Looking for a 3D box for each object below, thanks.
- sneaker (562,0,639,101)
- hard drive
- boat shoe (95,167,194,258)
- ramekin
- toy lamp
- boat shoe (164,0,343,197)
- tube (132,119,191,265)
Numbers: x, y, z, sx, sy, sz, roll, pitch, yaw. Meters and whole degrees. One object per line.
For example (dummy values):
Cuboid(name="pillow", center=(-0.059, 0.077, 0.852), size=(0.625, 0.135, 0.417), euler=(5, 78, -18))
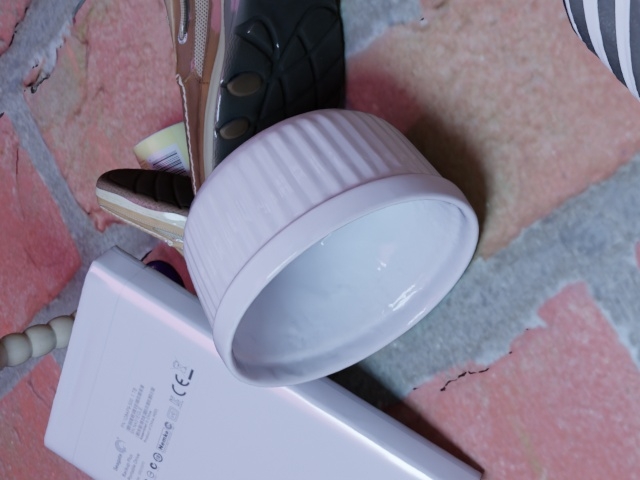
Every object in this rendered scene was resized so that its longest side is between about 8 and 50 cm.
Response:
Cuboid(name="sneaker", center=(0.238, -0.231, 0.618), size=(0.257, 0.169, 0.448), euler=(40, 133, 20))
Cuboid(name="hard drive", center=(-0.063, 0.184, 1.124), size=(0.353, 0.047, 0.233), euler=(31, 128, 12))
Cuboid(name="boat shoe", center=(-0.099, -0.004, 1.108), size=(0.190, 0.068, 0.072), euler=(17, 119, 8))
Cuboid(name="ramekin", center=(0.000, 0.000, 0.961), size=(0.109, 0.207, 0.207), euler=(57, 138, 28))
Cuboid(name="toy lamp", center=(-0.247, 0.089, 1.198), size=(0.080, 0.274, 0.080), euler=(19, 117, 43))
Cuboid(name="boat shoe", center=(-0.058, -0.177, 1.028), size=(0.120, 0.122, 0.324), euler=(23, 113, 46))
Cuboid(name="tube", center=(-0.087, 0.014, 1.168), size=(0.240, 0.062, 0.070), euler=(64, 174, 1))
